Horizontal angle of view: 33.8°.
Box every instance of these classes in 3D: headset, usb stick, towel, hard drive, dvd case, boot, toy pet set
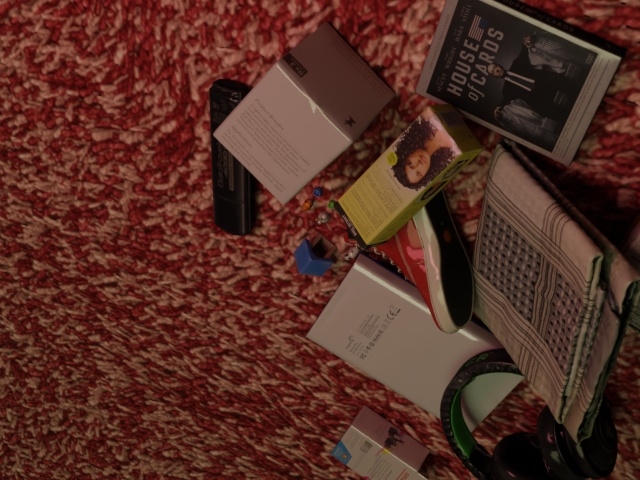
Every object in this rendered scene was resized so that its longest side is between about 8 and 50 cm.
[{"bbox_3d":[0.373,0.324,1.637,0.394,0.185,0.243,45,129,6],"label":"headset"},{"bbox_3d":[-0.143,-0.128,1.701,0.077,0.045,0.278,23,131,26],"label":"usb stick"},{"bbox_3d":[0.298,0.070,1.441,0.324,0.056,0.312,-124,30,-44],"label":"towel"},{"bbox_3d":[0.155,0.172,1.709,0.319,0.040,0.210,32,133,0],"label":"hard drive"},{"bbox_3d":[0.258,-0.223,1.395,0.239,0.029,0.179,27,132,12],"label":"dvd case"},{"bbox_3d":[0.126,0.031,1.599,0.176,0.088,0.244,-16,92,40],"label":"boot"},{"bbox_3d":[0.000,0.000,1.690,0.122,0.065,0.114,41,133,1],"label":"toy pet set"}]

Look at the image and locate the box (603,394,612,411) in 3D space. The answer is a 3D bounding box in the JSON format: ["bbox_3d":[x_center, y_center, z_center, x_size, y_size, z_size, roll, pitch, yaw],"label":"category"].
[{"bbox_3d":[0.404,0.252,1.652,0.067,0.018,0.083,50,133,-9],"label":"box"}]

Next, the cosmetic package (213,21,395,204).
[{"bbox_3d":[-0.024,-0.182,1.514,0.151,0.151,0.184,46,134,-5],"label":"cosmetic package"}]

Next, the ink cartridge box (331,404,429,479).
[{"bbox_3d":[0.122,0.393,1.898,0.181,0.061,0.104,35,134,6],"label":"ink cartridge box"}]

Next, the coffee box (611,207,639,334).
[{"bbox_3d":[0.457,-0.013,1.346,0.098,0.141,0.246,33,134,7],"label":"coffee box"}]

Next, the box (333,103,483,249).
[{"bbox_3d":[0.119,-0.088,1.485,0.232,0.058,0.087,-47,68,38],"label":"box"}]
